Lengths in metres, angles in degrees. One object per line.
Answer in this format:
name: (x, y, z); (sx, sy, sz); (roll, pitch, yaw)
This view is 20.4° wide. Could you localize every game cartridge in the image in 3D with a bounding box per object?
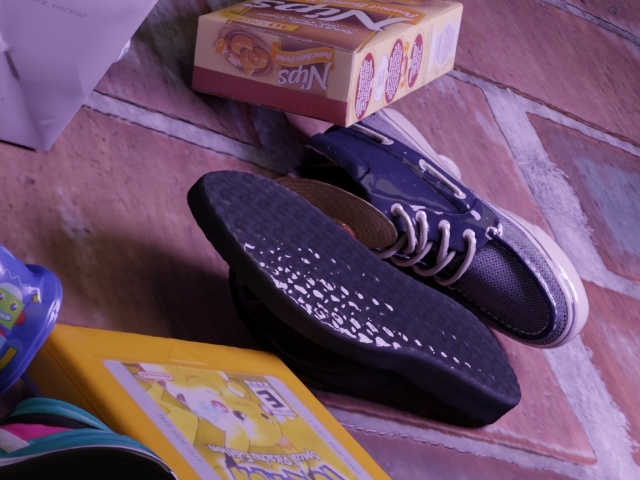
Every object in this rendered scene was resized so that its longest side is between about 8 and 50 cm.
game cartridge: (-0.041, 0.184, 1.348); (0.285, 0.053, 0.323); (12, 24, -50)

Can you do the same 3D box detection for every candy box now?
candy box: (0.014, -0.214, 1.942); (0.183, 0.088, 0.316); (15, 21, 21)

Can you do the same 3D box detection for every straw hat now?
straw hat: (0.000, 0.000, 1.722); (0.144, 0.144, 0.061); (31, 70, -19)

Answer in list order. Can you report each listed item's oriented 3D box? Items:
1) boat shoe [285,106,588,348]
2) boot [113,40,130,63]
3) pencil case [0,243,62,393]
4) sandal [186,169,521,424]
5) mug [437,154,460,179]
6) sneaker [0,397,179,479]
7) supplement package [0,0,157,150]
boat shoe: (0.111, 0.002, 1.827); (0.340, 0.127, 0.158); (41, 33, 17)
boot: (-0.267, -0.252, 1.749); (0.190, 0.069, 0.086); (51, 27, 13)
pencil case: (-0.331, -0.005, 1.247); (0.306, 0.133, 0.119); (39, 65, -27)
sandal: (0.024, 0.081, 1.642); (0.445, 0.107, 0.167); (33, 26, -41)
mug: (0.120, -0.058, 1.959); (0.062, 0.064, 0.078); (38, 29, -7)
sneaker: (-0.240, 0.166, 1.175); (0.295, 0.124, 0.178); (3, -3, -7)
supplement package: (-0.305, -0.255, 1.577); (0.199, 0.198, 0.263); (15, 39, -38)
